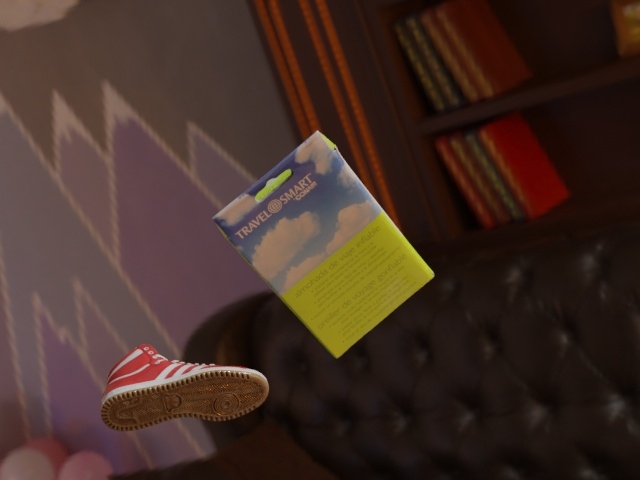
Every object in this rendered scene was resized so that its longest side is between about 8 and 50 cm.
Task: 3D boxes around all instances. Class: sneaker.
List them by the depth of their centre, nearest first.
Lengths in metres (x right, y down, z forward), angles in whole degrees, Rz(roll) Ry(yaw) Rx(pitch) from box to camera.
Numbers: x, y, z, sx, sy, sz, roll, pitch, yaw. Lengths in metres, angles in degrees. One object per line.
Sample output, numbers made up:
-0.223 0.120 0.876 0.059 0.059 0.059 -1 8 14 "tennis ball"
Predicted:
-0.099 0.101 0.903 0.118 0.042 0.067 -7 22 -7 "sneaker"

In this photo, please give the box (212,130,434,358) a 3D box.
0.000 0.000 0.983 0.109 0.178 0.042 -40 34 0 "box"
